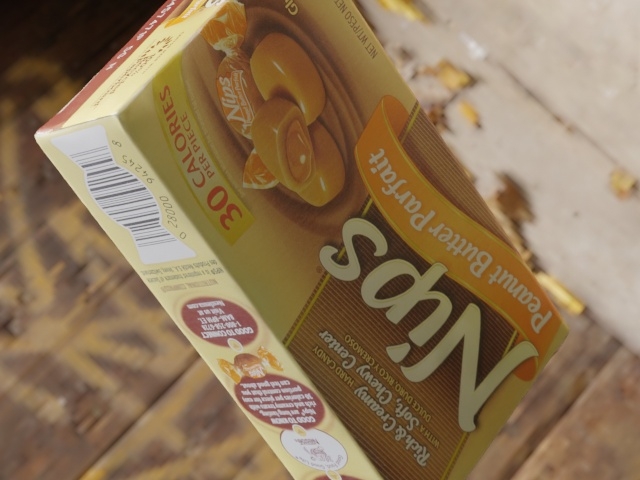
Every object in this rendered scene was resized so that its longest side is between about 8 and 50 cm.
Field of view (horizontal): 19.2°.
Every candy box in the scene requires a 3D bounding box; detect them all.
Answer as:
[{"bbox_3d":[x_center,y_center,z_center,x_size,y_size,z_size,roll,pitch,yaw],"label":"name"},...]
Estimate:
[{"bbox_3d":[0.000,0.000,1.102,0.087,0.183,0.316,-7,125,49],"label":"candy box"}]
